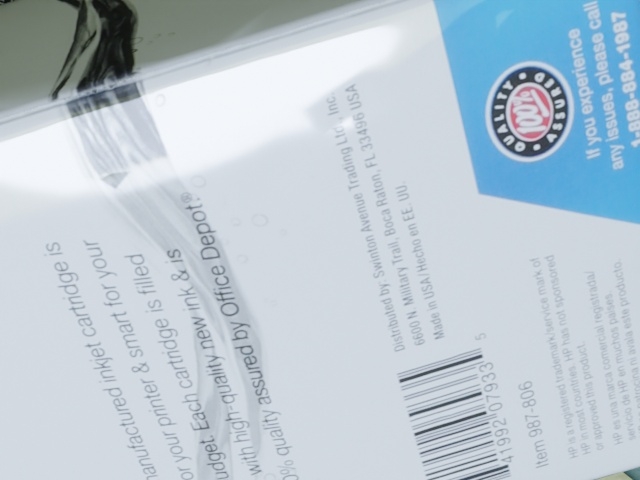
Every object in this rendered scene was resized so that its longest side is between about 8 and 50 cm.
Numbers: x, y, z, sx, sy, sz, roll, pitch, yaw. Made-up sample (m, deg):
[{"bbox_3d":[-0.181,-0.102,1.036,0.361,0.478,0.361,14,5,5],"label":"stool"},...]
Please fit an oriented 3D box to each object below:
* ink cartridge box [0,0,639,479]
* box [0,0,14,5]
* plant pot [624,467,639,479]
[{"bbox_3d":[-0.039,0.010,0.659,0.395,0.166,0.285,-17,121,-1],"label":"ink cartridge box"},{"bbox_3d":[-0.213,-0.098,0.852,0.313,0.179,0.343,26,119,18],"label":"box"},{"bbox_3d":[0.277,0.054,1.028,0.196,0.293,0.293,23,116,-2],"label":"plant pot"}]
